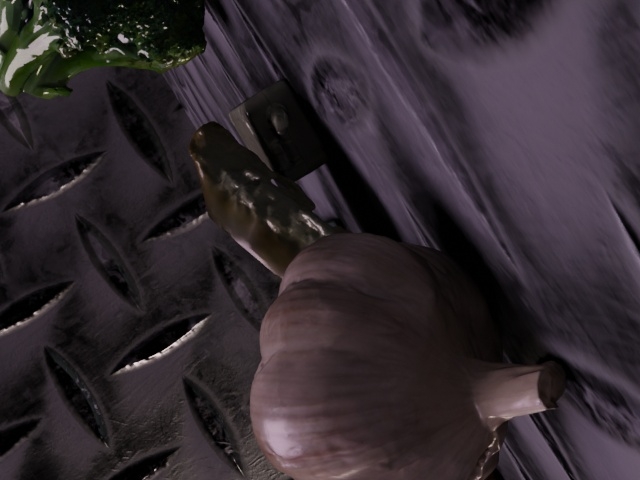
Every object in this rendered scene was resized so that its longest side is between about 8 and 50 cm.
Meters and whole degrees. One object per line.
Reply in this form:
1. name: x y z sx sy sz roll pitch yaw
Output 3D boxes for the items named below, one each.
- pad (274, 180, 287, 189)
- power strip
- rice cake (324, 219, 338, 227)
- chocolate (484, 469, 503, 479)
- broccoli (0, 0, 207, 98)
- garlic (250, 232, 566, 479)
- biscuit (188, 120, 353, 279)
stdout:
1. pad: -0.034 -0.052 1.879 0.243 0.004 0.163 55 175 36
2. power strip: -0.044 -0.108 1.319 0.093 0.053 0.288 59 175 -8
3. rice cake: 0.000 0.000 1.616 0.042 0.045 0.245 55 175 -1
4. chocolate: 0.190 0.323 1.537 0.148 0.080 0.125 57 176 30
5. broccoli: -0.251 -0.263 1.406 0.265 0.245 0.294 40 -156 -14
6. garlic: 0.078 0.099 0.890 0.212 0.218 0.218 -2 129 39
7. biscuit: 0.018 0.035 1.216 0.329 0.078 0.335 44 177 -38
